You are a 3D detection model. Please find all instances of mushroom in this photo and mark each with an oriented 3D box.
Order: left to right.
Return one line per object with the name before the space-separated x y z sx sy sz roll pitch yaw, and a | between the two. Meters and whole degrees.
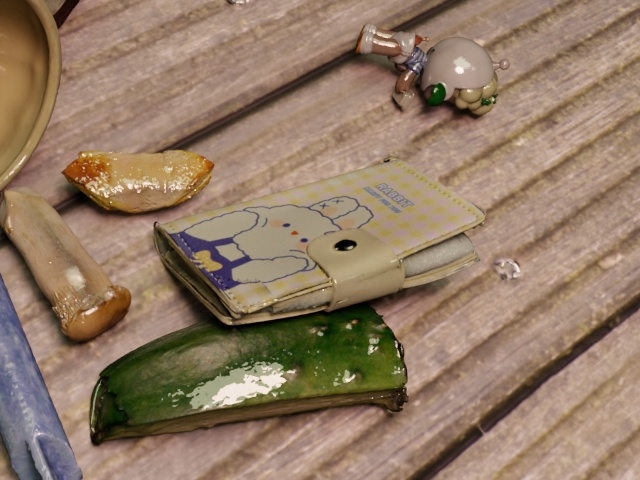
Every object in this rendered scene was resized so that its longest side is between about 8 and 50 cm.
mushroom | -0.280 0.015 1.186 0.084 0.071 0.209 -25 65 -32

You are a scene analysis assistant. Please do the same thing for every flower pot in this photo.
flower pot | -0.448 -0.179 1.140 0.244 0.307 0.307 28 54 25

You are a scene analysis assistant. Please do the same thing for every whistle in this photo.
whistle | -0.318 0.119 1.113 0.062 0.062 0.304 -19 66 -24

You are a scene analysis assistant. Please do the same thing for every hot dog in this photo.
hot dog | -0.205 -0.063 1.253 0.169 0.061 0.078 0 60 -14

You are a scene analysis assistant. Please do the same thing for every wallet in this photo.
wallet | 0.000 0.000 1.221 0.310 0.077 0.223 -17 35 -23

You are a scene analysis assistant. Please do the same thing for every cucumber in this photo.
cucumber | -0.078 0.130 1.150 0.326 0.105 0.145 -8 62 -16

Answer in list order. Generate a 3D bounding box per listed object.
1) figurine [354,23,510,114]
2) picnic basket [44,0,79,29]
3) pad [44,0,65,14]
figurine | 0.140 -0.219 1.429 0.197 0.093 0.147 11 35 1
picnic basket | -0.407 -0.345 1.332 0.297 0.129 0.222 23 58 1
pad | -0.347 -0.422 1.280 0.250 0.055 0.323 25 77 1
